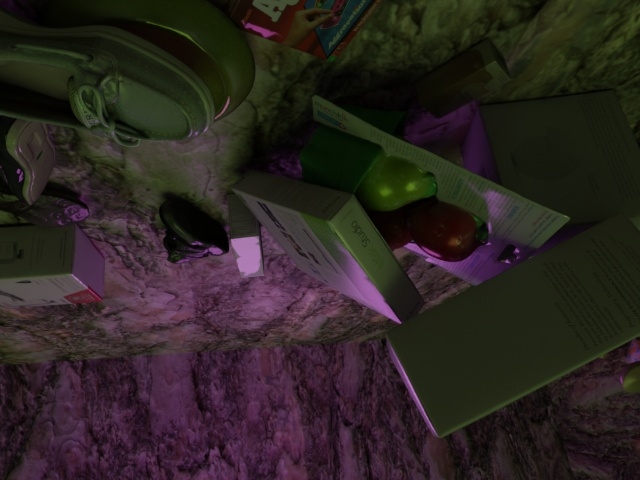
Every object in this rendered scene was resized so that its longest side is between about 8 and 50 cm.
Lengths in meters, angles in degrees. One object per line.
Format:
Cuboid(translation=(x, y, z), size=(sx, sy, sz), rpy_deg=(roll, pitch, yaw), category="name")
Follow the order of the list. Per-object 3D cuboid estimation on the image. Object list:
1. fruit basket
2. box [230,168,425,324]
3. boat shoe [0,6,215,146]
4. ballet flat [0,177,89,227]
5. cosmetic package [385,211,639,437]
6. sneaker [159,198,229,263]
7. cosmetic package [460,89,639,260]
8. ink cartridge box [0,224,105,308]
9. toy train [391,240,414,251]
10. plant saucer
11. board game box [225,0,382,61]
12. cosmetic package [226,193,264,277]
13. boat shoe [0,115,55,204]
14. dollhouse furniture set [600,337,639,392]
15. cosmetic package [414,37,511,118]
Cuboid(translation=(0.149, -0.058, 0.734), size=(0.352, 0.166, 0.327), rpy_deg=(23, 161, 12), category="fruit basket")
Cuboid(translation=(0.000, 0.000, 0.781), size=(0.322, 0.058, 0.232), rpy_deg=(25, 157, 55), category="box")
Cuboid(translation=(-0.270, -0.156, 0.488), size=(0.320, 0.103, 0.118), rpy_deg=(16, 150, -4), category="boat shoe")
Cuboid(translation=(-0.518, -0.075, 0.806), size=(0.084, 0.058, 0.249), rpy_deg=(-45, 148, 25), category="ballet flat")
Cuboid(translation=(0.289, 0.132, 0.692), size=(0.365, 0.155, 0.197), rpy_deg=(-29, 156, 1), category="cosmetic package")
Cuboid(translation=(-0.290, -0.008, 0.985), size=(0.130, 0.087, 0.227), rpy_deg=(-17, 162, 8), category="sneaker")
Cuboid(translation=(0.374, -0.102, 0.776), size=(0.224, 0.224, 0.138), rpy_deg=(-7, 158, 0), category="cosmetic package")
Cuboid(translation=(-0.633, 0.062, 1.009), size=(0.282, 0.117, 0.207), rpy_deg=(-4, 158, -8), category="ink cartridge box")
Cuboid(translation=(0.176, -0.005, 1.161), size=(0.166, 0.046, 0.125), rpy_deg=(-22, -174, -42), category="toy train")
Cuboid(translation=(-0.199, -0.200, 0.570), size=(0.240, 0.037, 0.241), rpy_deg=(0, 158, 0), category="plant saucer")
Cuboid(translation=(0.026, -0.293, 0.459), size=(0.145, 0.027, 0.281), rpy_deg=(8, 154, -30), category="board game box")
Cuboid(translation=(-0.156, -0.004, 1.025), size=(0.060, 0.099, 0.239), rpy_deg=(-4, 159, -6), category="cosmetic package")
Cuboid(translation=(-0.437, -0.125, 0.686), size=(0.079, 0.084, 0.233), rpy_deg=(24, 153, -13), category="boat shoe")
Cuboid(translation=(0.559, 0.059, 1.009), size=(0.256, 0.362, 0.395), rpy_deg=(-6, 115, -4), category="dollhouse furniture set")
Cuboid(translation=(0.197, -0.222, 0.668), size=(0.115, 0.041, 0.060), rpy_deg=(-25, 153, 37), category="cosmetic package")
